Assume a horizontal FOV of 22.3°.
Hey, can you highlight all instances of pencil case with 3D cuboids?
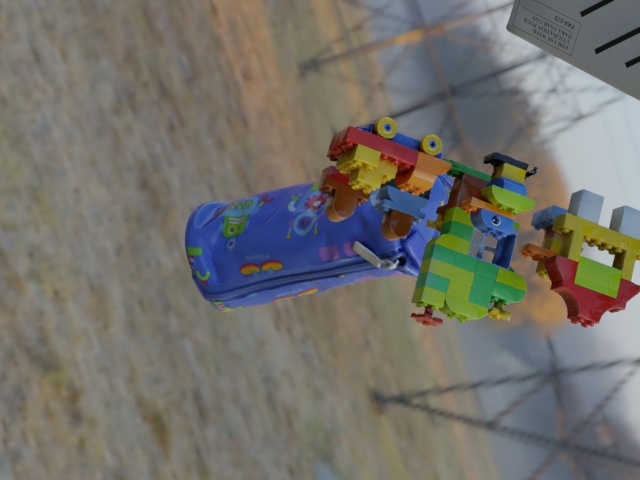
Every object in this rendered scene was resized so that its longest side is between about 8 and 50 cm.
[{"bbox_3d":[0.000,0.000,1.664,0.119,0.306,0.133,61,39,-26],"label":"pencil case"}]

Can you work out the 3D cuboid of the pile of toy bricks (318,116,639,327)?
[{"bbox_3d":[0.089,0.007,1.030,0.118,0.212,0.105,155,-48,-68],"label":"pile of toy bricks"}]

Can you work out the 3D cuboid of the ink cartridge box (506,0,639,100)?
[{"bbox_3d":[0.168,-0.080,0.576,0.207,0.046,0.097,34,-56,33],"label":"ink cartridge box"}]
